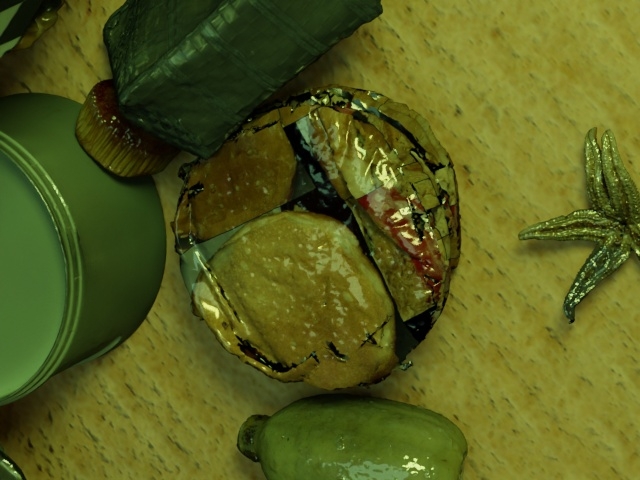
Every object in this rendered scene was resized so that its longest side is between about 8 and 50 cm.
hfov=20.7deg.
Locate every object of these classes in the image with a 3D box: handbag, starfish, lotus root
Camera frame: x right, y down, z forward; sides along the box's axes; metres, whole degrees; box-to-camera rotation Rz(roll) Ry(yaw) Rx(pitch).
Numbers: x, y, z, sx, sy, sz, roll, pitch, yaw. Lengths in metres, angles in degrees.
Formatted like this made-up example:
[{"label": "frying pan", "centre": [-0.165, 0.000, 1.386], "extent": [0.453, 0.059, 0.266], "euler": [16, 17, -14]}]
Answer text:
[{"label": "handbag", "centre": [-0.059, -0.179, 1.241], "extent": [0.270, 0.175, 0.089], "euler": [-38, 130, 24]}, {"label": "starfish", "centre": [0.211, 0.001, 1.219], "extent": [0.130, 0.041, 0.133], "euler": [35, 114, 19]}, {"label": "lotus root", "centre": [0.019, 0.158, 1.305], "extent": [0.183, 0.090, 0.077], "euler": [7, 131, 23]}]

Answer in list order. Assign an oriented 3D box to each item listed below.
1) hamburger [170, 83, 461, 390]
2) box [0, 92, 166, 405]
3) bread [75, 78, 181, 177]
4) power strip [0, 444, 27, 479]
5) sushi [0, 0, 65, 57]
[{"label": "hamburger", "centre": [0.000, 0.000, 1.273], "extent": [0.231, 0.107, 0.231], "euler": [7, 108, 21]}, {"label": "box", "centre": [-0.253, 0.006, 1.351], "extent": [0.226, 0.149, 0.226], "euler": [5, 103, 22]}, {"label": "bread", "centre": [-0.141, -0.090, 1.323], "extent": [0.085, 0.085, 0.053], "euler": [44, 121, 8]}, {"label": "power strip", "centre": [-0.353, 0.185, 1.456], "extent": [0.251, 0.092, 0.257], "euler": [33, 131, 6]}, {"label": "sushi", "centre": [-0.297, -0.131, 1.268], "extent": [0.359, 0.343, 0.064], "euler": [-20, 119, 24]}]
